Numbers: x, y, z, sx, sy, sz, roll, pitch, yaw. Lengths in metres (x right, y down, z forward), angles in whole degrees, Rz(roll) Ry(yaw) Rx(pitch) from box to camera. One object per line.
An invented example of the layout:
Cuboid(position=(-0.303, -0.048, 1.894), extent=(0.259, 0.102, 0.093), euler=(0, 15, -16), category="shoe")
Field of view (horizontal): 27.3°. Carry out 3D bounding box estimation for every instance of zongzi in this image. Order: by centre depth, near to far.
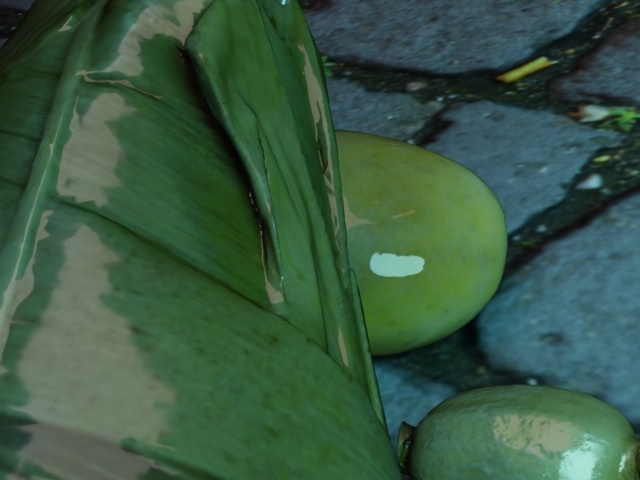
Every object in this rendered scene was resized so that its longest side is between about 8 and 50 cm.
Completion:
Cuboid(position=(0.011, 0.045, 0.579), extent=(0.466, 0.218, 0.500), euler=(14, 65, 24), category="zongzi")

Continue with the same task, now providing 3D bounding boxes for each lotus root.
Cuboid(position=(0.102, 0.105, 0.640), extent=(0.150, 0.062, 0.073), euler=(-2, 34, 29), category="lotus root")

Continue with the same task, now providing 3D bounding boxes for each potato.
Cuboid(position=(0.000, 0.000, 0.813), extent=(0.233, 0.146, 0.150), euler=(1, 66, 29), category="potato")
